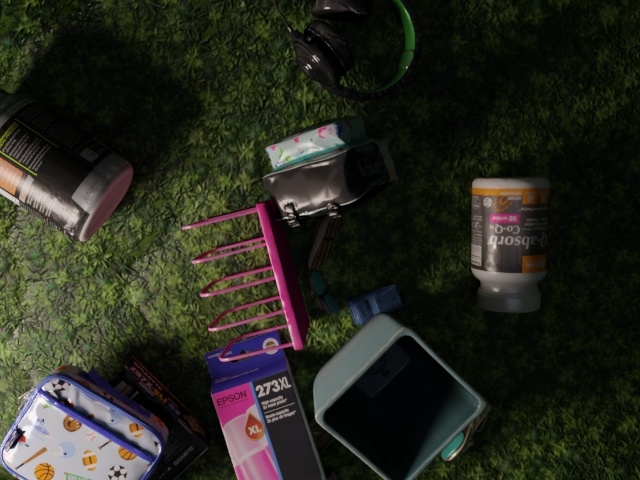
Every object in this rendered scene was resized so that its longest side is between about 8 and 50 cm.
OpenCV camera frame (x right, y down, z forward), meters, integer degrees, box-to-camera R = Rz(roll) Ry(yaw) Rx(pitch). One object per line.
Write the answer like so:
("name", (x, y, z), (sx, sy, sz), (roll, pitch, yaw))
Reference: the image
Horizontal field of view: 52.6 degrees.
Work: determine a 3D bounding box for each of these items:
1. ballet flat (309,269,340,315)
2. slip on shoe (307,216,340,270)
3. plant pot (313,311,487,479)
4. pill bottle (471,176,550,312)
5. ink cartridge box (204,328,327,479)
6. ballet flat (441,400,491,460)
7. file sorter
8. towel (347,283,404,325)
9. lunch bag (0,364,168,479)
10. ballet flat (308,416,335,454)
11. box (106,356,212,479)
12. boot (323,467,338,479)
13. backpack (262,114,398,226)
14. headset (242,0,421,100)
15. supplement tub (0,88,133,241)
("ballet flat", (-0.001, 0.119, 1.423), (0.041, 0.041, 0.114), (-31, 101, 0))
("slip on shoe", (0.000, 0.000, 1.411), (0.051, 0.041, 0.135), (0, 115, -42))
("plant pot", (0.135, 0.292, 1.335), (0.247, 0.252, 0.248), (-45, 106, 3))
("pill bottle", (0.401, 0.004, 1.373), (0.162, 0.162, 0.278), (-2, 96, -3))
("ink cartridge box", (-0.120, 0.397, 1.402), (0.176, 0.069, 0.371), (-18, 84, -1))
("ballet flat", (0.336, 0.435, 1.471), (0.052, 0.057, 0.168), (28, 94, -16))
("file sorter", (-0.149, 0.078, 1.329), (0.182, 0.202, 0.290), (-14, 95, 3))
("towel", (0.124, 0.143, 1.437), (0.119, 0.029, 0.067), (-20, 98, -1))
("lunch bag", (-0.477, 0.402, 1.315), (0.303, 0.115, 0.243), (34, 91, -7))
("ballet flat", (-0.009, 0.441, 1.447), (0.250, 0.058, 0.084), (-40, 96, 1))
("box", (-0.440, 0.458, 1.415), (0.322, 0.079, 0.257), (-44, 95, 2))
("boot", (-0.039, 0.616, 1.454), (0.219, 0.082, 0.106), (-32, 95, -2))
("backpack", (0.027, -0.142, 1.288), (0.225, 0.253, 0.191), (-14, 92, 33))
("headset", (0.027, -0.432, 1.291), (0.394, 0.185, 0.243), (19, 95, -17))
("supplement tub", (-0.552, -0.156, 1.282), (0.316, 0.193, 0.193), (35, 93, -7))
